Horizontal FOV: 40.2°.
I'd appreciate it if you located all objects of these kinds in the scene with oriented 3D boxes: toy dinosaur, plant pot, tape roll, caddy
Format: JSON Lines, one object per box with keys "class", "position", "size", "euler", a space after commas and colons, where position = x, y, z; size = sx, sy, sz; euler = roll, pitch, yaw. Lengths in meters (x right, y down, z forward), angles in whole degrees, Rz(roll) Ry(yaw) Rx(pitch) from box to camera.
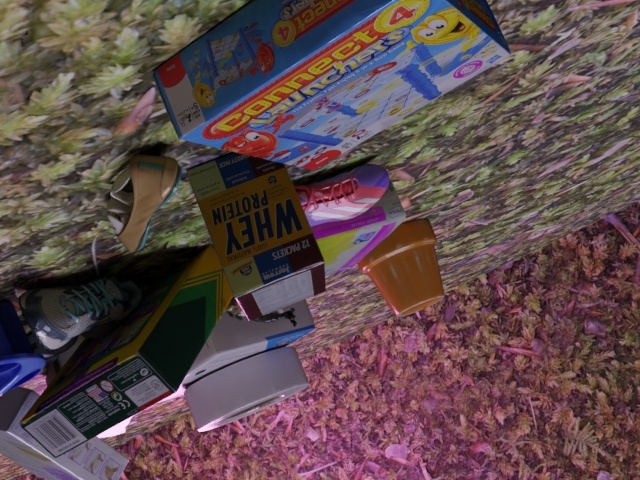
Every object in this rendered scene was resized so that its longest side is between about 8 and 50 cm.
{"class": "toy dinosaur", "position": [-0.118, 0.141, 1.768], "size": [0.118, 0.064, 0.268], "euler": [-3, 171, 35]}
{"class": "plant pot", "position": [0.209, 0.076, 2.135], "size": [0.205, 0.188, 0.205], "euler": [-21, 167, -5]}
{"class": "tape roll", "position": [-0.172, 0.348, 2.050], "size": [0.286, 0.100, 0.286], "euler": [-23, 167, -5]}
{"class": "caddy", "position": [-0.615, 0.218, 1.393], "size": [0.341, 0.179, 0.241], "euler": [-22, 166, -2]}

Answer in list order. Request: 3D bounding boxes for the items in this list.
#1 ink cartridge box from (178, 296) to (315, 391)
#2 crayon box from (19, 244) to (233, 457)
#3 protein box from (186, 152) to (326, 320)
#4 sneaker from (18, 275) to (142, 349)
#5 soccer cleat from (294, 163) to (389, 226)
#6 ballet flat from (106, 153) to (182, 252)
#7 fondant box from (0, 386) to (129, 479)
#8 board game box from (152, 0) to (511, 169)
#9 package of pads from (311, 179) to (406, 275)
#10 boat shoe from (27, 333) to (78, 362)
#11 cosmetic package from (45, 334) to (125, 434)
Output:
{"class": "ink cartridge box", "position": [-0.248, 0.226, 2.030], "size": [0.285, 0.166, 0.395], "euler": [-10, 162, -42]}
{"class": "crayon box", "position": [-0.342, 0.203, 1.608], "size": [0.363, 0.106, 0.313], "euler": [-31, -162, 34]}
{"class": "protein box", "position": [-0.090, -0.009, 1.304], "size": [0.135, 0.200, 0.201], "euler": [-21, 166, -5]}
{"class": "sneaker", "position": [-0.401, 0.103, 1.489], "size": [0.122, 0.110, 0.283], "euler": [-31, 174, 12]}
{"class": "soccer cleat", "position": [0.000, -0.070, 1.484], "size": [0.247, 0.083, 0.095], "euler": [-20, 162, 2]}
{"class": "ballet flat", "position": [-0.253, -0.055, 1.190], "size": [0.073, 0.080, 0.232], "euler": [14, 149, -20]}
{"class": "fondant box", "position": [-0.587, 0.402, 1.793], "size": [0.238, 0.096, 0.330], "euler": [4, 147, 33]}
{"class": "board game box", "position": [0.026, -0.202, 0.992], "size": [0.308, 0.086, 0.302], "euler": [-29, 165, 24]}
{"class": "package of pads", "position": [0.000, 0.000, 1.695], "size": [0.229, 0.101, 0.296], "euler": [-16, 165, -26]}
{"class": "boat shoe", "position": [-0.527, 0.200, 1.723], "size": [0.183, 0.065, 0.083], "euler": [-23, 170, 26]}
{"class": "cosmetic package", "position": [-0.514, 0.336, 1.974], "size": [0.155, 0.197, 0.365], "euler": [-16, 164, -26]}
